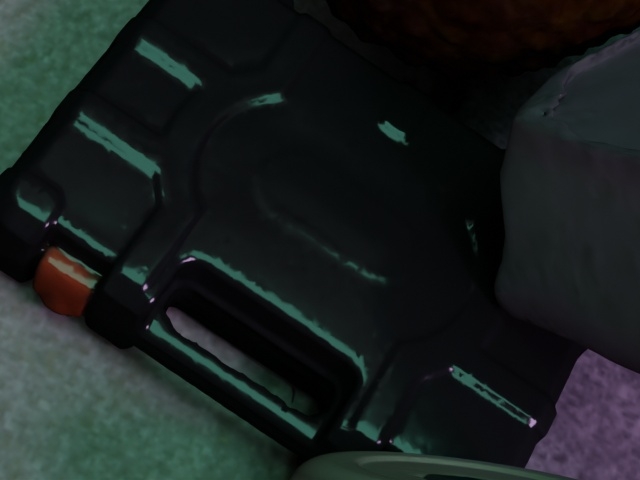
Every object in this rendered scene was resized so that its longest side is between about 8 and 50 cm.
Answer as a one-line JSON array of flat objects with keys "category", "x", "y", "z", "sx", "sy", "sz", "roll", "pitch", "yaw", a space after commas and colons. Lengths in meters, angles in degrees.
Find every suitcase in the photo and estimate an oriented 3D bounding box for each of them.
[{"category": "suitcase", "x": 0.000, "y": 0.000, "z": 0.686, "sx": 0.285, "sy": 0.066, "sz": 0.206, "roll": 34, "pitch": 60, "yaw": -1}]

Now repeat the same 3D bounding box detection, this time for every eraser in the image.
[{"category": "eraser", "x": 0.290, "y": -0.050, "z": 0.630, "sx": 0.359, "sy": 0.122, "sz": 0.272, "roll": -27, "pitch": 35, "yaw": -28}]

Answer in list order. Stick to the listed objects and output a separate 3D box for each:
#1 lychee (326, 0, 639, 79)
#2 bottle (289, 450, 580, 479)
[{"category": "lychee", "x": 0.103, "y": -0.212, "z": 0.717, "sx": 0.260, "sy": 0.260, "sz": 0.261, "roll": 8, "pitch": 64, "yaw": -16}, {"category": "bottle", "x": 0.045, "y": 0.209, "z": 0.537, "sx": 0.147, "sy": 0.147, "sz": 0.237, "roll": 8, "pitch": 87, "yaw": -16}]
